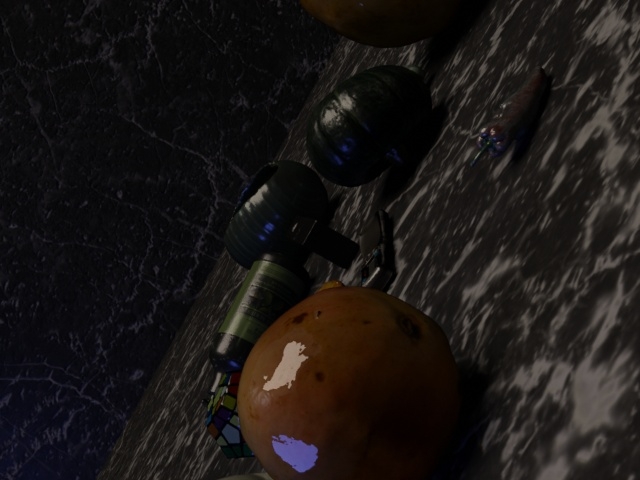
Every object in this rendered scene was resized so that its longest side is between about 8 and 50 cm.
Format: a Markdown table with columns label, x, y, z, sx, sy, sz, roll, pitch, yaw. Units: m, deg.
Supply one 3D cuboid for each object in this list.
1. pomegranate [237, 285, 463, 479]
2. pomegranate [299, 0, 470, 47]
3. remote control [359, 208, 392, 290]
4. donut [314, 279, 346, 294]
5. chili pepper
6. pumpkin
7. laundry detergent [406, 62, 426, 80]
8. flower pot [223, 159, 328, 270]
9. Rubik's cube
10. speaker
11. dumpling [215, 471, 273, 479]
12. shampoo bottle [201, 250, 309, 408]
| label | x | y | z | sx | sy | sz | roll | pitch | yaw |
| --- | --- | --- | --- | --- | --- | --- | --- | --- | --- |
| pomegranate | 0.022 | 0.130 | 0.839 | 0.191 | 0.191 | 0.191 | -57 | 11 | 17 |
| pomegranate | 0.120 | -0.520 | 1.715 | 0.410 | 0.410 | 0.410 | -57 | 11 | 17 |
| remote control | 0.073 | 0.016 | 1.339 | 0.059 | 0.028 | 0.212 | -57 | 11 | 20 |
| donut | 0.009 | 0.122 | 1.272 | 0.152 | 0.058 | 0.152 | -57 | 12 | 18 |
| chili pepper | 0.210 | -0.134 | 1.074 | 0.153 | 0.041 | 0.050 | -47 | 24 | -27 |
| pumpkin | 0.076 | -0.169 | 1.496 | 0.211 | 0.152 | 0.211 | -31 | -1 | 0 |
| laundry detergent | 0.115 | -0.209 | 1.673 | 0.206 | 0.061 | 0.096 | -60 | 8 | 1 |
| flower pot | -0.083 | -0.042 | 1.892 | 0.243 | 0.157 | 0.189 | -53 | 11 | 38 |
| Rubik's cube | -0.083 | 0.222 | 1.280 | 0.112 | 0.133 | 0.133 | 28 | 88 | 50 |
| speaker | 0.000 | 0.000 | 1.597 | 0.044 | 0.082 | 0.218 | -61 | 9 | -1 |
| dumpling | -0.101 | 0.329 | 1.074 | 0.229 | 0.124 | 0.151 | -37 | 21 | -11 |
| shampoo bottle | -0.117 | 0.158 | 1.656 | 0.284 | 0.101 | 0.101 | -64 | 11 | -20 |
